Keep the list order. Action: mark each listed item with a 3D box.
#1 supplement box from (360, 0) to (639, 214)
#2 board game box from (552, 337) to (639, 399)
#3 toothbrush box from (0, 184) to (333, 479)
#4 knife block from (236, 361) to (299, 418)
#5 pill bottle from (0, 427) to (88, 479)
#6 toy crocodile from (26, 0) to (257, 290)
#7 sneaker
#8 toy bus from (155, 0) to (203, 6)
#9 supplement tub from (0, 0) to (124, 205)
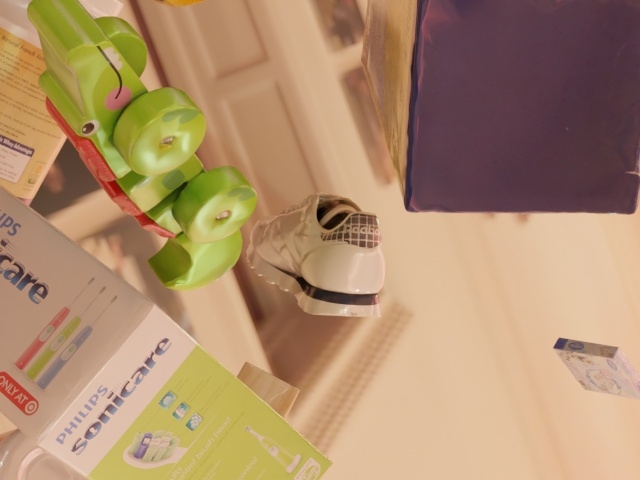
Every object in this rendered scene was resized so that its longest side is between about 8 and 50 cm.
[{"bbox_3d":[0.152,-0.183,1.428,0.195,0.194,0.356,0,-153,-5],"label":"supplement box"},{"bbox_3d":[0.337,0.154,1.982,0.090,0.090,0.020,9,-122,46],"label":"board game box"},{"bbox_3d":[-0.148,0.102,1.190,0.206,0.283,0.122,34,-100,37],"label":"toothbrush box"},{"bbox_3d":[-0.135,0.312,2.196,0.275,0.088,0.242,-63,178,4],"label":"knife block"},{"bbox_3d":[-0.324,0.256,1.612,0.216,0.121,0.121,-21,-174,43],"label":"pill bottle"},{"bbox_3d":[-0.137,-0.069,1.249,0.105,0.115,0.340,-38,153,-3],"label":"toy crocodile"},{"bbox_3d":[0.000,0.000,1.471,0.090,0.095,0.235,-1,-168,-23],"label":"sneaker"},{"bbox_3d":[-0.037,-0.306,1.362,0.333,0.130,0.108,-35,-138,-28],"label":"toy bus"},{"bbox_3d":[-0.400,-0.203,2.037,0.316,0.228,0.228,-60,-174,5],"label":"supplement tub"}]
